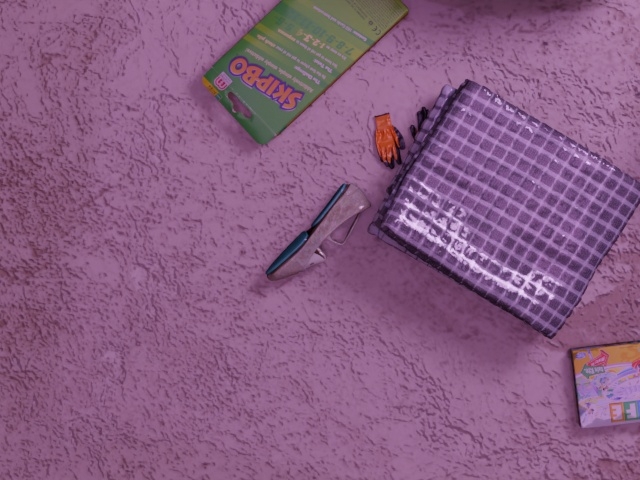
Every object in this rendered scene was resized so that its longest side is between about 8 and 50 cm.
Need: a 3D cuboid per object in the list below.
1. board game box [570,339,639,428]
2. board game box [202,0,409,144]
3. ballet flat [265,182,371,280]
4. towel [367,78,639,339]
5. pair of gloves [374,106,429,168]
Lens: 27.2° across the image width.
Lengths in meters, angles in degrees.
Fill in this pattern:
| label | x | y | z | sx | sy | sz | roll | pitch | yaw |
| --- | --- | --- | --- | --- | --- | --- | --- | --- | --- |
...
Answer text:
| label | x | y | z | sx | sy | sz | roll | pitch | yaw |
| --- | --- | --- | --- | --- | --- | --- | --- | --- | --- |
| board game box | 0.406 | 0.182 | 1.705 | 0.154 | 0.026 | 0.103 | -8 | 93 | 4 |
| board game box | -0.021 | -0.251 | 1.709 | 0.259 | 0.039 | 0.124 | -43 | 89 | 2 |
| ballet flat | 0.000 | 0.000 | 1.711 | 0.052 | 0.057 | 0.168 | 41 | 95 | -9 |
| towel | 0.230 | -0.042 | 1.655 | 0.284 | 0.121 | 0.235 | 31 | 94 | -1 |
| pair of gloves | 0.113 | -0.133 | 1.717 | 0.083 | 0.010 | 0.074 | -8 | 92 | 3 |
